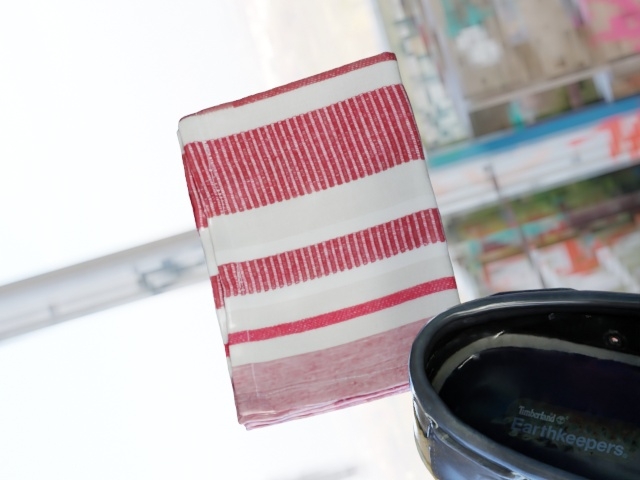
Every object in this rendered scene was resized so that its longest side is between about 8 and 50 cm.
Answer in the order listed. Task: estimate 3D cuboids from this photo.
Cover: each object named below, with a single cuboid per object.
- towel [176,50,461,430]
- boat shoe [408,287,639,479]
[{"bbox_3d":[0.000,0.000,1.781,0.037,0.237,0.329,37,-142,-72],"label":"towel"},{"bbox_3d":[0.282,0.127,1.224,0.156,0.500,0.187,55,-133,-55],"label":"boat shoe"}]
